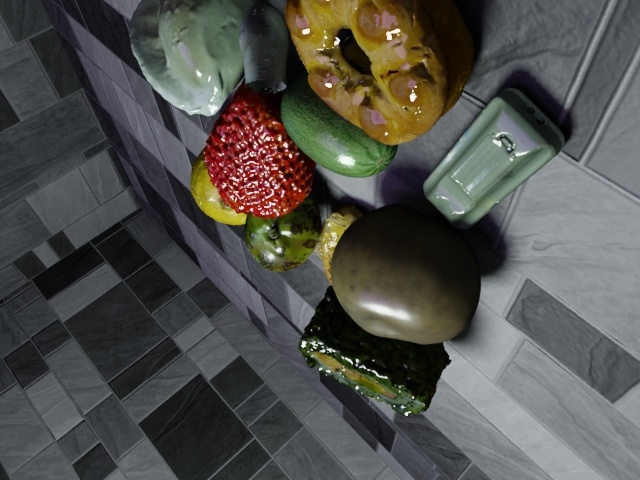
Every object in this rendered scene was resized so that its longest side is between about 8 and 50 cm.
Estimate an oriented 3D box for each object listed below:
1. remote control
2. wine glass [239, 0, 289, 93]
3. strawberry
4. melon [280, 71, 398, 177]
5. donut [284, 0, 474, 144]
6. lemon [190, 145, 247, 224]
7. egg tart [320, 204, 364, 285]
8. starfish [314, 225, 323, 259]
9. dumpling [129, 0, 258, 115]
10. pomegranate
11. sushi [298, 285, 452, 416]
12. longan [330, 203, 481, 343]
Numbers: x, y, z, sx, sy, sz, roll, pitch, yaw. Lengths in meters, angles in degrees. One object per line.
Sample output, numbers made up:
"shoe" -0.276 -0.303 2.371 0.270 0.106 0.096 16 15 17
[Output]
"remote control" 0.274 -0.119 0.960 0.128 0.065 0.335 47 159 8
"wine glass" -0.113 -0.406 1.097 0.103 0.103 0.222 167 101 -67
"strawberry" -0.145 -0.239 1.317 0.351 0.267 0.312 93 167 -62
"melon" 0.029 -0.237 1.109 0.287 0.182 0.182 40 156 24
"donut" 0.086 -0.311 0.894 0.299 0.150 0.317 -3 121 58
"lemon" -0.253 -0.181 1.647 0.261 0.260 0.284 83 168 -53
"egg tart" 0.096 0.045 1.488 0.291 0.107 0.291 38 133 56
"starfish" 0.000 0.002 1.734 0.138 0.050 0.247 25 149 46
"dumpling" -0.249 -0.466 1.169 0.270 0.321 0.212 29 155 -14
"pomegranate" -0.081 -0.020 1.552 0.276 0.222 0.204 32 -163 -50
"sushi" 0.135 0.288 1.405 0.351 0.178 0.294 23 154 18
"longan" 0.178 0.074 1.196 0.350 0.288 0.288 18 141 44
